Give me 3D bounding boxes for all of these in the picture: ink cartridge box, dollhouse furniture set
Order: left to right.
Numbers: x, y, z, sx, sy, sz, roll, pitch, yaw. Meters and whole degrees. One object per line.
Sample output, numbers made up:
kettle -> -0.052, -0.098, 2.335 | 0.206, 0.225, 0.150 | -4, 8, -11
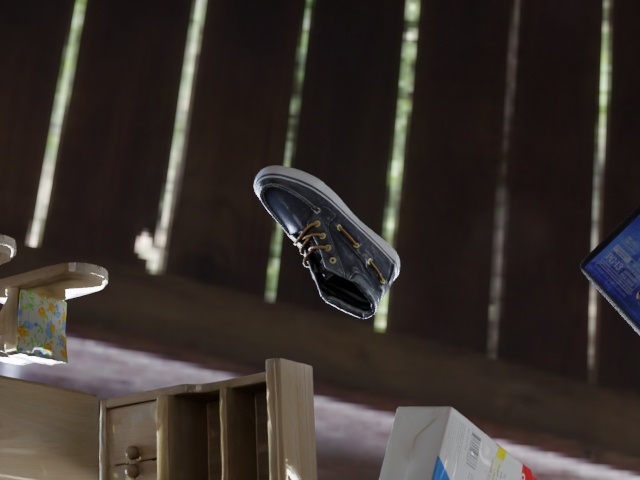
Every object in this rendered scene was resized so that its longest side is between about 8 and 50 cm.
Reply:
dollhouse furniture set -> -0.219, 0.203, 1.549 | 0.256, 0.362, 0.394 | -14, 159, 33
ink cartridge box -> 0.164, 0.295, 1.745 | 0.078, 0.134, 0.231 | -7, 145, 39

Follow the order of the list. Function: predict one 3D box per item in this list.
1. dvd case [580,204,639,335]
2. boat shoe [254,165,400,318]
dvd case -> 0.248, -0.033, 0.707 | 0.022, 0.253, 0.180 | 41, -171, -27
boat shoe -> 0.000, 0.000, 1.589 | 0.183, 0.083, 0.065 | 37, 131, -8
